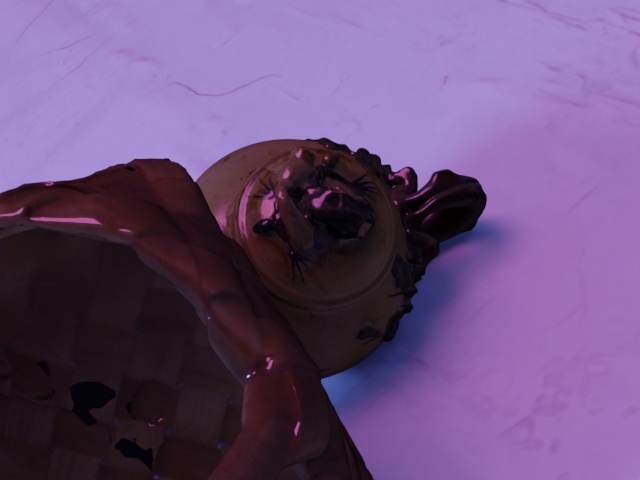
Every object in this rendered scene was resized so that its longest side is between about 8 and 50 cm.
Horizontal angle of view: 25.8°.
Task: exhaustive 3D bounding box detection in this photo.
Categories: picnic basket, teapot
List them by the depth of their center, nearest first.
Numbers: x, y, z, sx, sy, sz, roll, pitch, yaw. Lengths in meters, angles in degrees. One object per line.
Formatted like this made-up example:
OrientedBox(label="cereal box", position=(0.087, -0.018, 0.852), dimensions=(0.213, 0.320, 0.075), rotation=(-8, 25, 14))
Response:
OrientedBox(label="picnic basket", position=(-0.131, 0.149, 0.732), dimensions=(0.293, 0.337, 0.337), rotation=(-27, 34, 18))
OrientedBox(label="teapot", position=(0.000, 0.000, 0.953), dimensions=(0.269, 0.173, 0.182), rotation=(-15, -14, -18))
